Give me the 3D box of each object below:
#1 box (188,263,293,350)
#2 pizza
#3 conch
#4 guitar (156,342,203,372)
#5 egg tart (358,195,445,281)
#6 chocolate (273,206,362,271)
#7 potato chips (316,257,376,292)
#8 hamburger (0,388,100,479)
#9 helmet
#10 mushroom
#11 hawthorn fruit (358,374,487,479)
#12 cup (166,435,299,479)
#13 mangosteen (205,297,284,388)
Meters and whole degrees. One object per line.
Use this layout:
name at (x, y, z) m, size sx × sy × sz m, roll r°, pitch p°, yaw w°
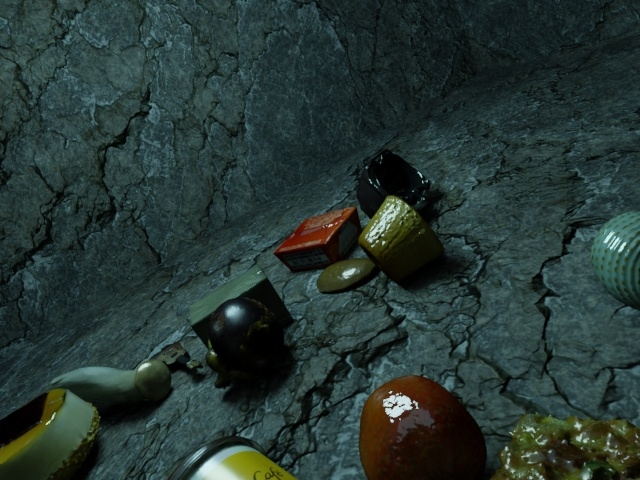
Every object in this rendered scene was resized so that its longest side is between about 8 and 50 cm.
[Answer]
box at (-0.221, 0.201, 1.144) m, size 0.231 × 0.149 × 0.155 m, roll -32°, pitch 19°, yaw -9°
pizza at (0.280, 0.239, 0.452) m, size 0.291 × 0.058 × 0.197 m, roll -12°, pitch 1°, yaw 0°
conch at (0.499, 0.047, 0.602) m, size 0.172 × 0.131 × 0.200 m, roll -2°, pitch 51°, yaw -2°
guitar at (-0.393, 0.344, 1.184) m, size 0.084 × 0.038 × 0.271 m, roll -42°, pitch 21°, yaw -32°
egg tart at (0.190, 0.005, 1.046) m, size 0.147 × 0.202 × 0.202 m, roll -43°, pitch 21°, yaw -1°
chocolate at (0.000, 0.000, 1.407) m, size 0.237 × 0.108 × 0.235 m, roll -11°, pitch 26°, yaw 38°
potato chips at (0.068, 0.088, 1.189) m, size 0.201 × 0.049 × 0.150 m, roll -17°, pitch 17°, yaw 44°
hamburger at (-0.676, 0.501, 0.985) m, size 0.294 × 0.179 × 0.276 m, roll -34°, pitch 23°, yaw -23°
helmet at (0.212, -0.146, 1.338) m, size 0.177 × 0.225 × 0.305 m, roll -50°, pitch -2°, yaw 41°
mushroom at (-0.561, 0.397, 1.121) m, size 0.328 × 0.159 × 0.122 m, roll -17°, pitch 57°, yaw 21°
hawthorn fruit at (0.118, 0.255, 0.591) m, size 0.165 × 0.165 × 0.285 m, roll -29°, pitch 8°, yaw -2°
cup at (-0.070, 0.370, 0.504) m, size 0.279 × 0.197 × 0.196 m, roll 0°, pitch 34°, yaw 41°
mangosteen at (-0.191, 0.245, 0.977) m, size 0.217 × 0.192 × 0.192 m, roll -55°, pitch 25°, yaw -9°
